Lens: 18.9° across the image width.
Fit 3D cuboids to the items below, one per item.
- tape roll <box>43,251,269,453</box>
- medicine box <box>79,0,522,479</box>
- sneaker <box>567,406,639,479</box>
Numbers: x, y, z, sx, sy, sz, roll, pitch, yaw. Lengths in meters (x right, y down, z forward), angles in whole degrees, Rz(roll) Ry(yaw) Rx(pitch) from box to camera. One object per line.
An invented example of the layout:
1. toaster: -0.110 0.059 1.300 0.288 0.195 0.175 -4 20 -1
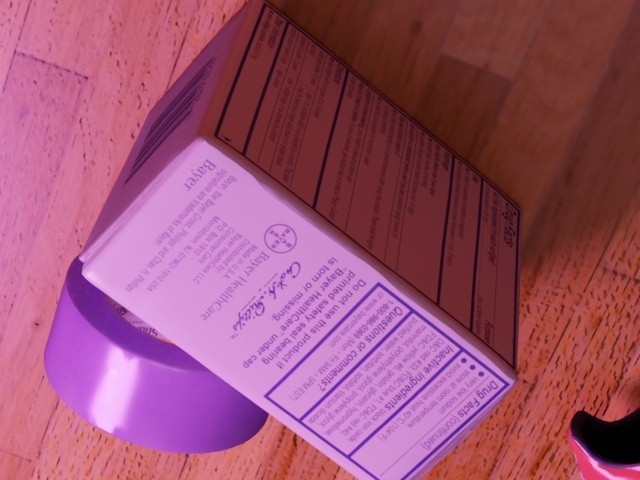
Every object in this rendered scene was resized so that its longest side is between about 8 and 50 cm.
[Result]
1. tape roll: -0.120 0.080 1.529 0.189 0.189 0.080 18 117 -3
2. medicine box: 0.000 0.000 1.431 0.289 0.263 0.149 38 116 -13
3. sneaker: 0.352 0.114 1.531 0.350 0.131 0.148 -35 103 18
